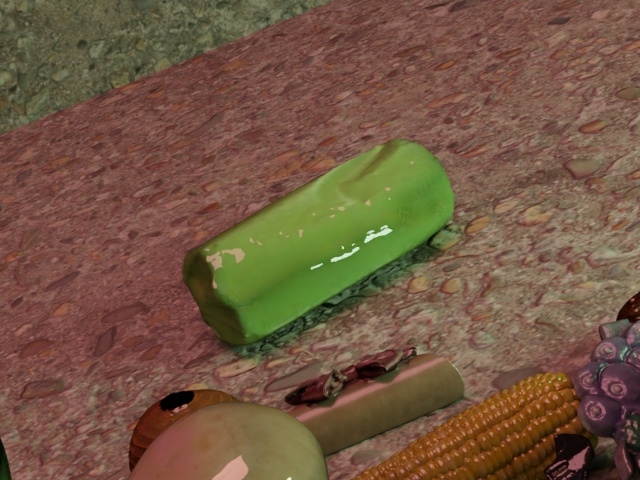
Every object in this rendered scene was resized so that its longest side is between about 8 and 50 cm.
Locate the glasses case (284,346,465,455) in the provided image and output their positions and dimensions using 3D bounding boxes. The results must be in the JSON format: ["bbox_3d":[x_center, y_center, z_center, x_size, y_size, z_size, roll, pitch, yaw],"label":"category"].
[{"bbox_3d":[0.040,0.148,1.719,0.193,0.070,0.102,-22,21,-2],"label":"glasses case"}]

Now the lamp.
[{"bbox_3d":[-0.120,0.209,1.646,0.136,0.136,0.136,-18,23,8],"label":"lamp"}]

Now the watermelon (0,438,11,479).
[{"bbox_3d":[-0.462,0.247,1.593,0.363,0.363,0.363,-18,23,8],"label":"watermelon"}]

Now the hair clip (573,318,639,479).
[{"bbox_3d":[0.282,0.148,1.470,0.124,0.052,0.195,-11,46,-9],"label":"hair clip"}]

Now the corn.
[{"bbox_3d":[0.130,0.201,1.490,0.244,0.093,0.093,-26,23,-11],"label":"corn"}]

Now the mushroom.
[{"bbox_3d":[-0.072,0.257,1.432,0.246,0.202,0.246,-59,17,30],"label":"mushroom"}]

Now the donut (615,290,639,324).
[{"bbox_3d":[0.359,0.083,1.585,0.184,0.073,0.166,-21,20,-4],"label":"donut"}]

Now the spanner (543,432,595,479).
[{"bbox_3d":[0.217,0.232,1.376,0.046,0.012,0.208,-18,38,8],"label":"spanner"}]

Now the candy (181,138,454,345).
[{"bbox_3d":[0.000,0.000,2.011,0.344,0.132,0.142,-31,8,-22],"label":"candy"}]
